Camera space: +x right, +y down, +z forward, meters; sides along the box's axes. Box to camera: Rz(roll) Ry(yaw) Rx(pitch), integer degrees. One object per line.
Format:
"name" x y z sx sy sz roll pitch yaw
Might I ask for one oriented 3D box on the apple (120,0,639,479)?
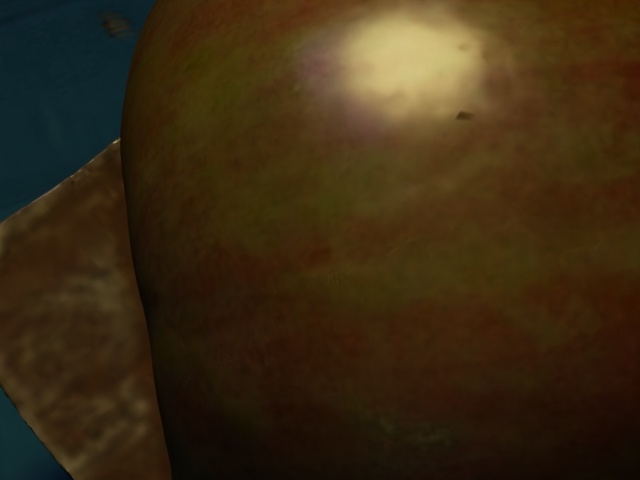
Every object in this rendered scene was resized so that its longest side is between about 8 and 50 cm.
"apple" 0.065 0.013 0.562 0.234 0.257 0.257 -7 26 6

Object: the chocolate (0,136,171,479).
"chocolate" 0.001 0.002 0.734 0.254 0.157 0.080 -38 -6 -5
